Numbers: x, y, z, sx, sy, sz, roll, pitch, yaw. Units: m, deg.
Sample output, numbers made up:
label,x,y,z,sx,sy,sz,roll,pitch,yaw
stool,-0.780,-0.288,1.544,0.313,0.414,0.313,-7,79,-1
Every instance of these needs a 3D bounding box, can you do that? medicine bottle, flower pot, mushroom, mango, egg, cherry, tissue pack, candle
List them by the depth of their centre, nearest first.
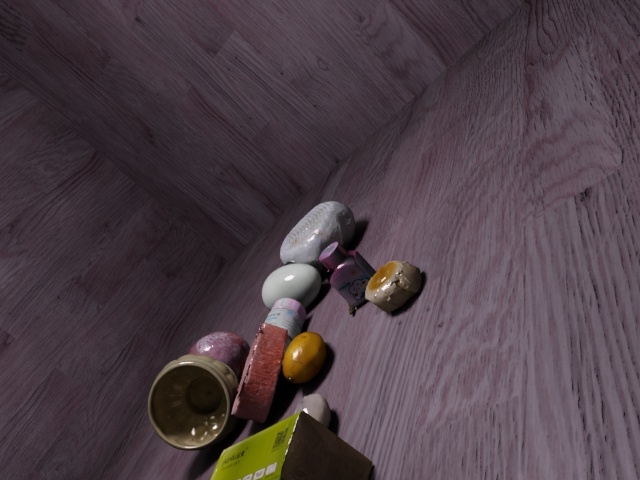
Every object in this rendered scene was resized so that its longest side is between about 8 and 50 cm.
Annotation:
label,x,y,z,sx,sy,sz,roll,pitch,yaw
tissue pack,-0.070,0.489,1.162,0.274,0.200,0.167,-37,19,37
mushroom,-0.016,0.450,1.370,0.116,0.093,0.225,-55,22,11
mango,-0.042,0.334,1.714,0.147,0.109,0.227,-51,3,19
medicine bottle,0.085,0.097,1.781,0.119,0.188,0.094,-37,16,22
candle,-0.167,0.385,1.796,0.317,0.131,0.288,-93,20,-73
flower pot,-0.394,0.523,1.933,0.307,0.307,0.244,-47,-6,4
medicine bottle,-0.128,0.298,2.025,0.135,0.135,0.169,-38,16,35
egg,-0.106,0.180,2.172,0.264,0.183,0.183,-30,21,35
cherry,-0.388,0.456,2.173,0.285,0.213,0.236,-37,-12,-44

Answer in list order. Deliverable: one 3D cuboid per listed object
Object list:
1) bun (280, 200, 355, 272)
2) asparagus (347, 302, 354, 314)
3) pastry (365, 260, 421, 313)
label,x,y,z,sx,sy,sz,roll,pitch,yaw
bun,-0.004,0.004,2.321,0.354,0.194,0.354,-42,15,13
asparagus,0.089,0.192,1.878,0.023,0.022,0.233,-29,14,3
pastry,0.198,0.124,1.592,0.166,0.088,0.166,-43,16,16
